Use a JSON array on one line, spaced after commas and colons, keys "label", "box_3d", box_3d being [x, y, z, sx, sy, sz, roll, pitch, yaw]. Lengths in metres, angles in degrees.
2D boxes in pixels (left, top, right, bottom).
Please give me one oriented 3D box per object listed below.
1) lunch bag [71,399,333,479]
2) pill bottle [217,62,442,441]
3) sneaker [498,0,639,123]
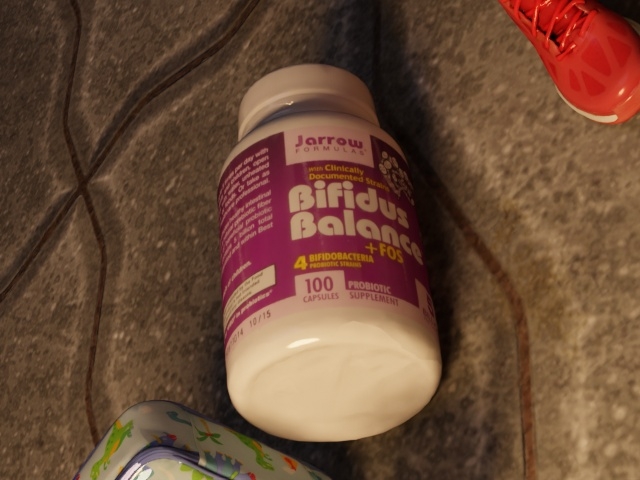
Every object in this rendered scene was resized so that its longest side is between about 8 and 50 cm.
[{"label": "lunch bag", "box_3d": [-0.093, 0.236, 1.006, 0.176, 0.219, 0.090, -52, 29, 14]}, {"label": "pill bottle", "box_3d": [0.000, 0.000, 1.078, 0.169, 0.169, 0.301, -38, 43, 34]}, {"label": "sneaker", "box_3d": [0.167, -0.177, 1.005, 0.087, 0.128, 0.221, -53, 34, 17]}]
